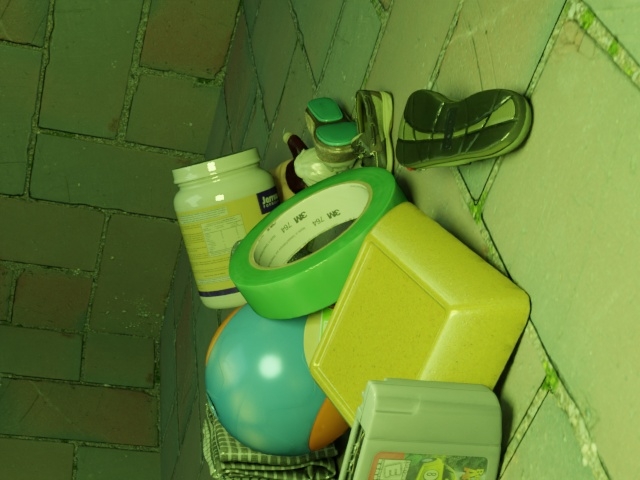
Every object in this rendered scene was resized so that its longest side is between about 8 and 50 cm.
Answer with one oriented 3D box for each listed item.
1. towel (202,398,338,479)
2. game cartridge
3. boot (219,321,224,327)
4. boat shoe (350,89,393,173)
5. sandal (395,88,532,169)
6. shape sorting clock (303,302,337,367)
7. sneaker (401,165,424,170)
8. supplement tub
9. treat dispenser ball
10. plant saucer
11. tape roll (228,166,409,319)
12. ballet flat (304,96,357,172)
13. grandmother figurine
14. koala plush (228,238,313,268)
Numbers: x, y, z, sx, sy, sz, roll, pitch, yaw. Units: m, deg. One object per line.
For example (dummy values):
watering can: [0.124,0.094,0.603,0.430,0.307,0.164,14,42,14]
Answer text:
towel: [-0.100,0.390,1.889,0.283,0.235,0.121,-132,51,-71]
game cartridge: [0.118,0.314,1.232,0.060,0.196,0.294,-132,51,-61]
boot: [-0.086,0.184,1.951,0.091,0.229,0.263,-171,90,-74]
boat shoe: [0.090,-0.177,1.810,0.080,0.073,0.223,134,142,-64]
sandal: [0.202,-0.151,1.409,0.303,0.086,0.120,13,89,59]
shape sorting clock: [0.069,0.157,1.558,0.040,0.206,0.206,10,-92,-65]
sneaker: [0.162,-0.154,1.604,0.118,0.042,0.067,122,157,-71]
supplement tub: [-0.199,-0.029,2.263,0.241,0.241,0.331,-164,58,-74]
treat dispenser ball: [-0.059,0.233,1.727,0.288,0.288,0.288,-172,90,-74]
plant saucer: [0.104,0.146,1.367,0.333,0.081,0.332,45,117,53]
tape roll: [0.000,0.000,1.654,0.077,0.321,0.321,57,180,-23]
ballet flat: [0.033,-0.203,2.020,0.316,0.107,0.106,-104,7,-64]
grandmother figurine: [-0.047,-0.149,2.251,0.342,0.104,0.208,-13,96,70]
koala plush: [-0.093,0.127,2.059,0.203,0.196,0.221,1,70,52]
